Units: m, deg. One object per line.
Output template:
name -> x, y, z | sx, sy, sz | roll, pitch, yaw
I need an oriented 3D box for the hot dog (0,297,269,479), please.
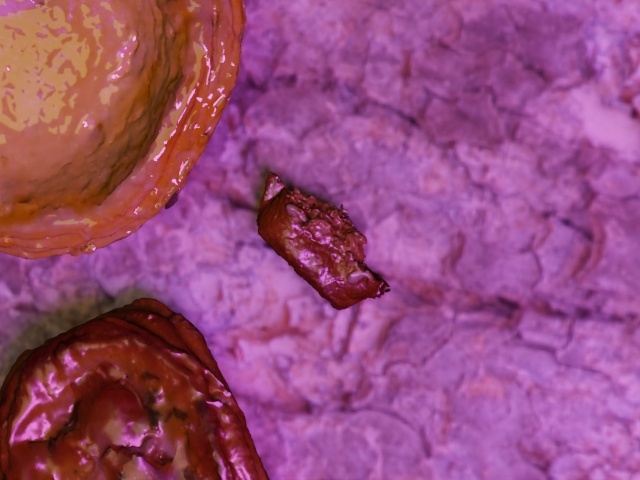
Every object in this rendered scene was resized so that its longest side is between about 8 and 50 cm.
hot dog -> -0.125, 0.182, 1.182 | 0.196, 0.122, 0.272 | -24, 84, 12

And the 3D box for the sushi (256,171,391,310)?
sushi -> 0.000, 0.000, 1.182 | 0.118, 0.061, 0.060 | 43, 92, -10

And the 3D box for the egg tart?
egg tart -> -0.184, -0.135, 1.191 | 0.294, 0.123, 0.294 | 1, 94, 11
